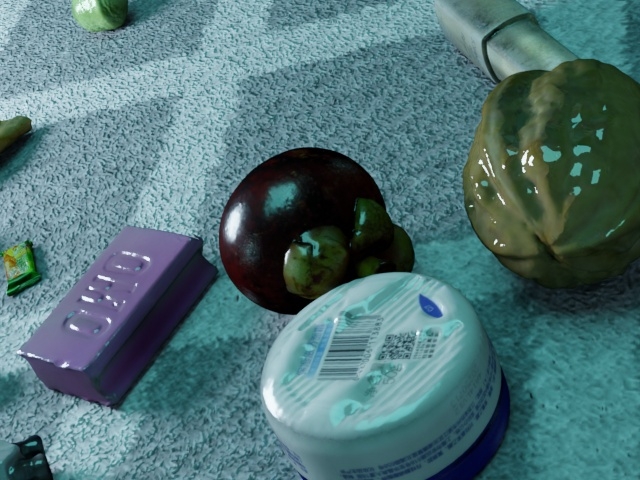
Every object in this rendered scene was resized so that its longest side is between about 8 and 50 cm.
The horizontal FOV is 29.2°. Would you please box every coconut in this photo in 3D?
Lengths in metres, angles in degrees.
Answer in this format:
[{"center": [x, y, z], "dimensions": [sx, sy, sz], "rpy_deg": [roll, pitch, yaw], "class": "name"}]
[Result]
[{"center": [-0.338, -0.367, 1.907], "dimensions": [0.096, 0.088, 0.088], "rpy_deg": [-16, 38, 21], "class": "coconut"}]

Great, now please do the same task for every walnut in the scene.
[{"center": [0.226, -0.064, 1.132], "dimensions": [0.198, 0.198, 0.245], "rpy_deg": [-8, 43, 23], "class": "walnut"}]

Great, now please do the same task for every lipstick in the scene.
[{"center": [0.219, -0.222, 1.409], "dimensions": [0.077, 0.079, 0.253], "rpy_deg": [-29, 36, -3], "class": "lipstick"}]

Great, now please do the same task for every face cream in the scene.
[{"center": [0.054, 0.126, 1.069], "dimensions": [0.206, 0.111, 0.206], "rpy_deg": [-15, 38, 12], "class": "face cream"}]

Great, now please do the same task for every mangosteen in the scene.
[{"center": [0.000, 0.000, 1.204], "dimensions": [0.200, 0.200, 0.200], "rpy_deg": [-16, 38, 13], "class": "mangosteen"}]

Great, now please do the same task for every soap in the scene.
[{"center": [-0.216, 0.077, 1.320], "dimensions": [0.122, 0.065, 0.203], "rpy_deg": [8, 48, 36], "class": "soap"}]

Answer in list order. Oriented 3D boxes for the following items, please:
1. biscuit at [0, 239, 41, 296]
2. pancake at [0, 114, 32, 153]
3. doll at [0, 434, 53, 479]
[{"center": [-0.368, 0.030, 1.505], "dimensions": [0.046, 0.016, 0.089], "rpy_deg": [-27, 37, -1], "class": "biscuit"}, {"center": [-0.548, -0.091, 1.725], "dimensions": [0.257, 0.056, 0.212], "rpy_deg": [-18, 30, 23], "class": "pancake"}, {"center": [-0.387, 0.268, 1.151], "dimensions": [0.258, 0.153, 0.195], "rpy_deg": [-1, 23, 6], "class": "doll"}]
